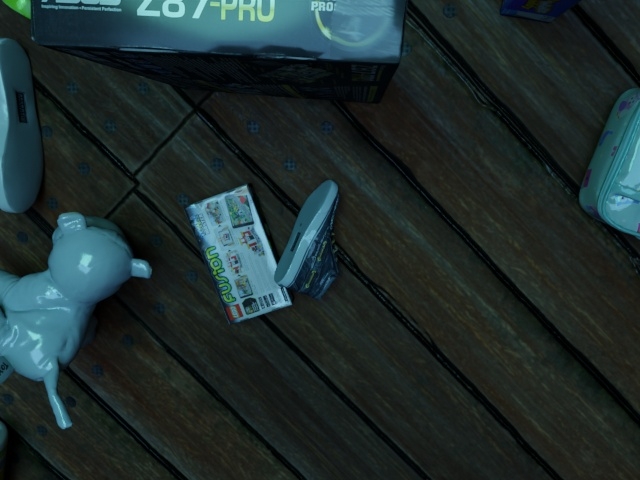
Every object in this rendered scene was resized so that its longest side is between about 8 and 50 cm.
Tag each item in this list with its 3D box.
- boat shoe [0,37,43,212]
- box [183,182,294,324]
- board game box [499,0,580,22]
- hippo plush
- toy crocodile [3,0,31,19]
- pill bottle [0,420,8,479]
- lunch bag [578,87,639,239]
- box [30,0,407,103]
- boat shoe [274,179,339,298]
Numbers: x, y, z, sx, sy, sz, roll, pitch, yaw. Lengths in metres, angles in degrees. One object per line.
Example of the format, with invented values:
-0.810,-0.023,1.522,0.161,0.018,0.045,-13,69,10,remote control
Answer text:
-0.507,-0.176,0.797,0.088,0.096,0.268,-2,99,9,boat shoe
-0.130,0.022,0.831,0.114,0.036,0.207,-18,98,7,box
0.324,-0.474,0.612,0.078,0.233,0.347,12,101,3,board game box
-0.401,0.060,0.750,0.234,0.294,0.237,32,93,-24,hippo plush
-0.453,-0.414,0.755,0.340,0.105,0.115,35,101,2,toy crocodile
-0.634,0.446,0.891,0.136,0.136,0.246,13,100,2,pill bottle
0.537,-0.084,0.727,0.279,0.108,0.224,18,100,1,lunch bag
-0.073,-0.228,0.602,0.318,0.395,0.097,7,101,4,box
0.000,0.000,0.811,0.083,0.065,0.183,27,89,-27,boat shoe
